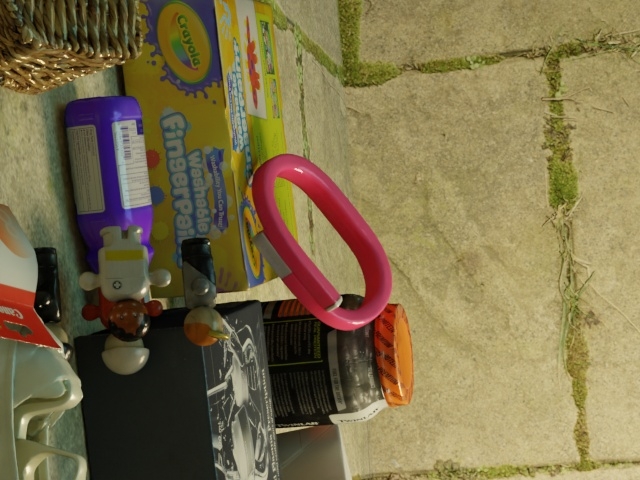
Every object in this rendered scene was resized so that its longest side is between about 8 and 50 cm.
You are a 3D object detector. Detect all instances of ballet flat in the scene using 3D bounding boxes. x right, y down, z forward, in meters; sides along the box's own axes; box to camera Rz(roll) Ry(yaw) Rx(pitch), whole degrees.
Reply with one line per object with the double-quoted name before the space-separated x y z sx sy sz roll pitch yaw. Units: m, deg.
"ballet flat" -0.317 0.213 1.721 0.139 0.139 0.400 40 46 -72

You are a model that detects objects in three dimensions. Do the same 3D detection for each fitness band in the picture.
"fitness band" 0.000 0.000 2.390 0.291 0.054 0.209 52 37 -10

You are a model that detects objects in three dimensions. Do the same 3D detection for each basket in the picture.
"basket" -0.360 -0.336 1.856 0.213 0.223 0.299 1 83 -44

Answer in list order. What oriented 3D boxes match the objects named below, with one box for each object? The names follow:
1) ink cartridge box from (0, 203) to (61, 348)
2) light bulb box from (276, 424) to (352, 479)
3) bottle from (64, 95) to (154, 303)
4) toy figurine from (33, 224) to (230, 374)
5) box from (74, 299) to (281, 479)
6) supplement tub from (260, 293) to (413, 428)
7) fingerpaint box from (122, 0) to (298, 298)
"ink cartridge box" -0.340 0.027 1.677 0.179 0.045 0.145 52 9 20
"light bulb box" -0.030 0.541 2.485 0.358 0.225 0.361 -97 176 -67
"bottle" -0.275 -0.050 2.104 0.118 0.092 0.282 -21 105 -73
"toy figurine" -0.237 0.079 1.908 0.213 0.210 0.148 14 67 -54
"box" -0.183 0.272 2.179 0.312 0.179 0.343 -19 103 -76
"supplement tub" -0.031 0.194 2.524 0.207 0.338 0.207 -5 90 -77
"fingerpaint box" -0.168 -0.151 2.467 0.371 0.163 0.444 -25 109 -78
